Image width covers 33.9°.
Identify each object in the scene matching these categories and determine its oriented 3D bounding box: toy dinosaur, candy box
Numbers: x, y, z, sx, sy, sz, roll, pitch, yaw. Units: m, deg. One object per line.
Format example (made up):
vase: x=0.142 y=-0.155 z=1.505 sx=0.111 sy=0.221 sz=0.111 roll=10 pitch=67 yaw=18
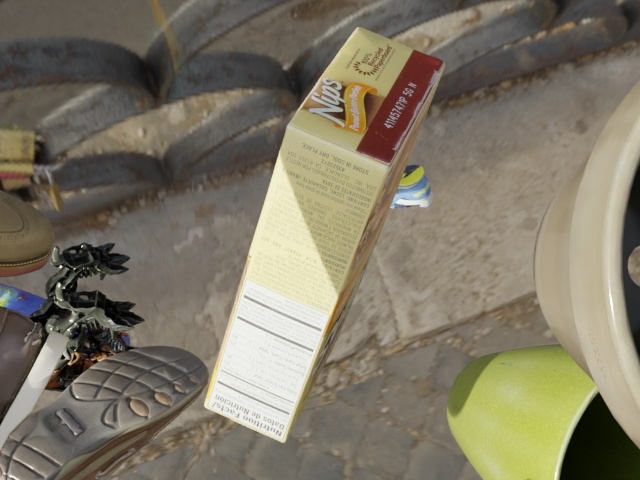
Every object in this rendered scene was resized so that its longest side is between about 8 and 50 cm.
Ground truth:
toy dinosaur: x=-0.350 y=0.132 z=1.434 sx=0.218 sy=0.322 sz=0.164 roll=-50 pitch=60 yaw=24
candy box: x=0.000 y=0.000 z=0.899 sx=0.088 sy=0.316 sz=0.183 roll=23 pitch=39 yaw=6

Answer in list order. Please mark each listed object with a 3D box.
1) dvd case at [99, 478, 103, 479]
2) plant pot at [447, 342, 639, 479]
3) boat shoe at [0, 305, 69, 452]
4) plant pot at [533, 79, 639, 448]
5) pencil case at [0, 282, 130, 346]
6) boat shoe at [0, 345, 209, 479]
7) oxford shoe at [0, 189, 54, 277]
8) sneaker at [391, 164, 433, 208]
dvd case: x=-0.422 y=0.424 z=1.727 sx=0.180 sy=0.253 sz=0.022 roll=-7 pitch=56 yaw=13
plant pot: x=0.292 y=0.232 z=1.271 sx=0.275 sy=0.293 sz=0.274 roll=-5 pitch=100 yaw=-28
boat shoe: x=-0.356 y=0.208 z=0.991 sx=0.097 sy=0.116 sz=0.324 roll=31 pitch=62 yaw=-10
plant pot: x=0.284 y=0.019 z=0.721 sx=0.323 sy=0.280 sz=0.323 roll=1 pitch=87 yaw=-11
pencil case: x=-0.465 y=0.161 z=1.742 sx=0.306 sy=0.133 sz=0.119 roll=22 pitch=114 yaw=2
boat shoe: x=-0.293 y=0.249 z=1.390 sx=0.324 sy=0.116 sz=0.123 roll=-27 pitch=55 yaw=-28
oxford shoe: x=-0.364 y=-0.058 z=1.030 sx=0.123 sy=0.348 sz=0.130 roll=43 pitch=97 yaw=27
sneaker: x=0.103 y=-0.072 z=1.496 sx=0.053 sy=0.144 sz=0.059 roll=-49 pitch=120 yaw=-20
